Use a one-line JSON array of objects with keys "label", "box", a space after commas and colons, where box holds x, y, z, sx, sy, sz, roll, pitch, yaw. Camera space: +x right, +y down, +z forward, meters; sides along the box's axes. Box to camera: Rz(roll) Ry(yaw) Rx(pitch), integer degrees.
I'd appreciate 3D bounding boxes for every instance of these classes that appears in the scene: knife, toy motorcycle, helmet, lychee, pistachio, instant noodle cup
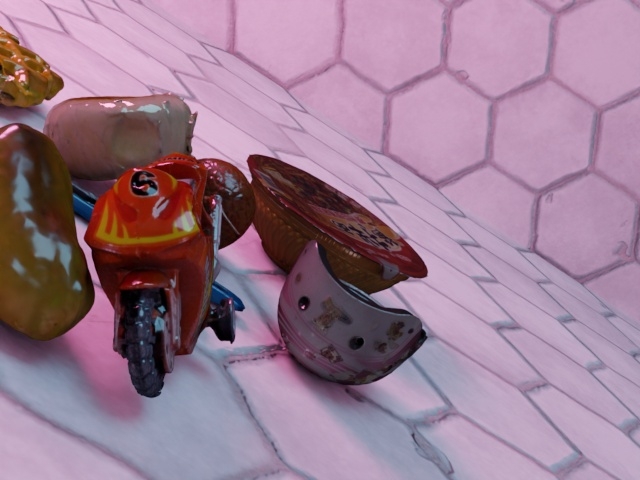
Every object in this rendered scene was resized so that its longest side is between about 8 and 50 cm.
[{"label": "knife", "box": [-0.199, -0.014, 1.120, 0.296, 0.026, 0.044, 33, 1, -4]}, {"label": "toy motorcycle", "box": [-0.127, 0.016, 0.917, 0.089, 0.171, 0.298, -10, 12, 2]}, {"label": "helmet", "box": [0.020, 0.089, 1.129, 0.153, 0.107, 0.177, 34, -6, 13]}, {"label": "lychee", "box": [-0.118, -0.041, 1.211, 0.114, 0.101, 0.140, 26, -24, 5]}, {"label": "pistachio", "box": [-0.232, 0.001, 0.841, 0.110, 0.100, 0.189, -4, 58, -27]}, {"label": "instant noodle cup", "box": [0.000, 0.000, 1.409, 0.274, 0.090, 0.274, 32, 13, -8]}]

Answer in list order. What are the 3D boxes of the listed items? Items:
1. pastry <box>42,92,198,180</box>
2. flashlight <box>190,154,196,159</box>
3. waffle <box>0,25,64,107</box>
[{"label": "pastry", "box": [-0.213, -0.113, 1.202, 0.166, 0.088, 0.166, -2, 10, 0]}, {"label": "flashlight", "box": [-0.178, -0.095, 1.440, 0.052, 0.031, 0.110, 34, 13, -4]}, {"label": "waffle", "box": [-0.426, -0.229, 1.274, 0.291, 0.051, 0.291, 30, 13, -8]}]
